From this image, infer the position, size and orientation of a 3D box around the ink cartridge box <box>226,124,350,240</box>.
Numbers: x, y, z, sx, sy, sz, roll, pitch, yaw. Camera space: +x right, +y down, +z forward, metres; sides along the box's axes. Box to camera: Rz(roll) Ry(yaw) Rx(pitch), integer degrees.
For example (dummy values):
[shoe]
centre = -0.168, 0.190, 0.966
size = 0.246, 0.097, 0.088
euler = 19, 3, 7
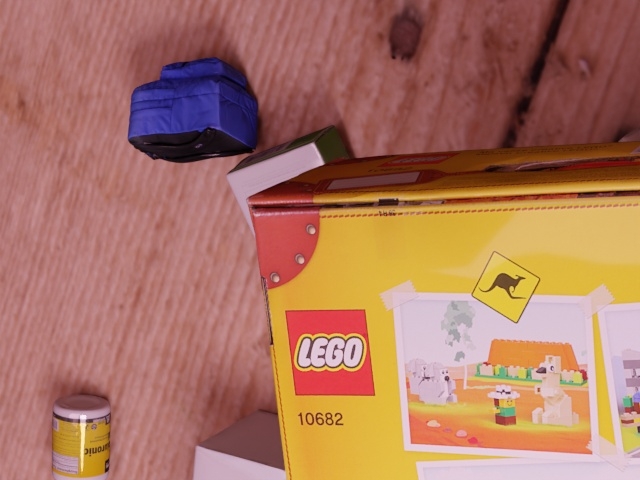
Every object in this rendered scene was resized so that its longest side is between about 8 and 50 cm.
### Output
[ink cartridge box]
centre = 0.000, 0.000, 1.951
size = 0.109, 0.062, 0.209
euler = -19, 102, 26

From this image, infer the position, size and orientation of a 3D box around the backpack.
[backpack]
centre = -0.135, -0.132, 1.977
size = 0.120, 0.098, 0.101
euler = -9, 68, 26

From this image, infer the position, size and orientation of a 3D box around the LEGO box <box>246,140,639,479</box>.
[LEGO box]
centre = 0.224, 0.121, 1.422
size = 0.500, 0.193, 0.373
euler = -1, 102, 26

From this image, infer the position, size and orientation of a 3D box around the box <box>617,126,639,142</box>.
[box]
centre = 0.334, 0.012, 1.649
size = 0.215, 0.345, 0.168
euler = 43, 116, 11

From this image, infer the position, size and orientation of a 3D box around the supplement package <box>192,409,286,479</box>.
[supplement package]
centre = -0.023, 0.308, 1.983
size = 0.194, 0.149, 0.203
euler = 13, 106, 22

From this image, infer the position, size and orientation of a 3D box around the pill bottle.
[pill bottle]
centre = -0.266, 0.235, 2.127
size = 0.065, 0.065, 0.116
euler = 9, 105, 23
